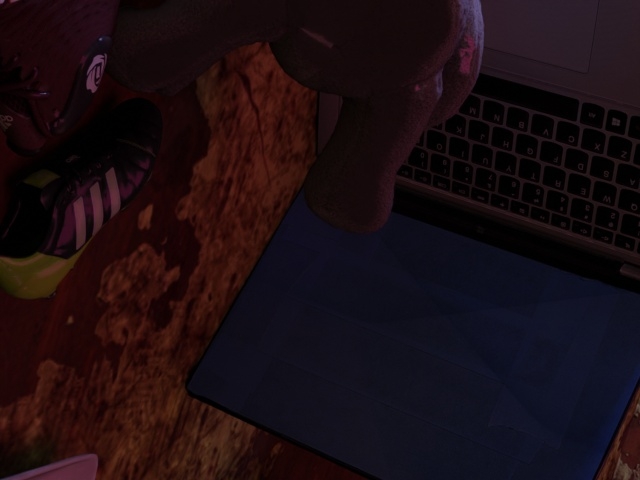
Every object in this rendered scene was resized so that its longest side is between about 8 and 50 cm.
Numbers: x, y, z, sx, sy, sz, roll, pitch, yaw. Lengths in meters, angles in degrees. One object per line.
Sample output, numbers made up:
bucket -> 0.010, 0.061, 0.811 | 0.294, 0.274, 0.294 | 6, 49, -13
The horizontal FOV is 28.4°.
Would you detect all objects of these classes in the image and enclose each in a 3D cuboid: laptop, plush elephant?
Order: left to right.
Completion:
plush elephant -> 0.015, -0.227, 0.962 | 0.330, 0.271, 0.255 | -50, -156, 31
laptop -> 0.100, -0.023, 1.064 | 0.236, 0.382, 0.408 | -37, 138, -47

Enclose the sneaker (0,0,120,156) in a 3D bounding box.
sneaker -> -0.205, -0.111, 0.761 | 0.281, 0.106, 0.163 | -35, 140, -49

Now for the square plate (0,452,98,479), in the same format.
square plate -> -0.318, 0.329, 0.902 | 0.347, 0.049, 0.344 | -1, 108, -61

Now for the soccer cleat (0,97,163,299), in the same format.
soccer cleat -> -0.175, -0.039, 0.909 | 0.179, 0.060, 0.072 | -57, 149, -18
